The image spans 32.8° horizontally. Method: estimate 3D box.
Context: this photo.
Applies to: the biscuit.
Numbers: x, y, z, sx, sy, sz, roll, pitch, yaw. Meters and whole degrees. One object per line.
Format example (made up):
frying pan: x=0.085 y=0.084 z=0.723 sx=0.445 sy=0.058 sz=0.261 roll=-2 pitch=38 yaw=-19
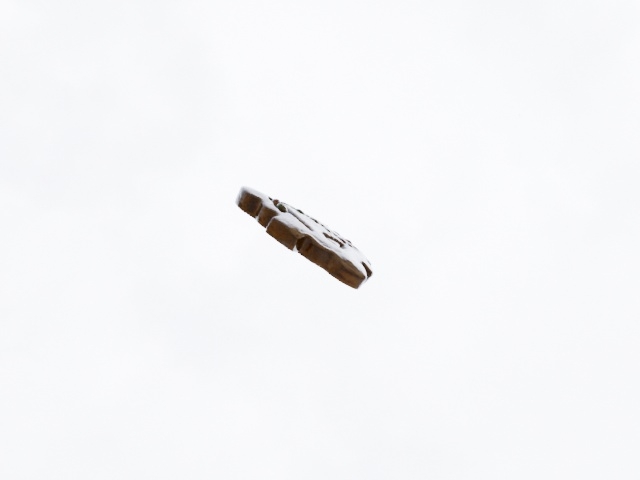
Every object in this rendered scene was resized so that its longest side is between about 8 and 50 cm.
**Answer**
biscuit: x=0.000 y=0.000 z=0.552 sx=0.082 sy=0.092 sz=0.016 roll=36 pitch=-81 yaw=25
